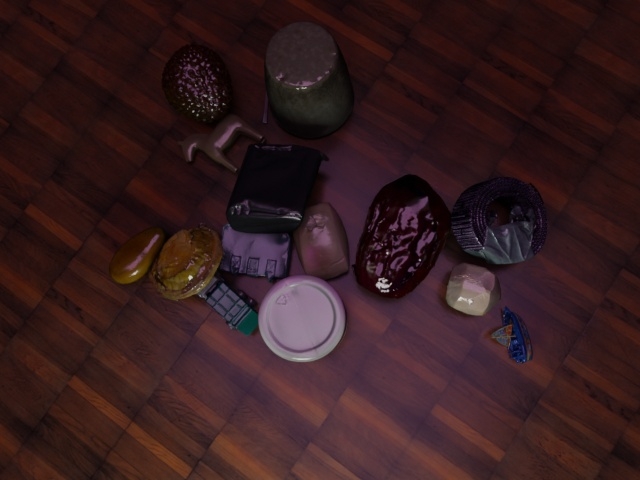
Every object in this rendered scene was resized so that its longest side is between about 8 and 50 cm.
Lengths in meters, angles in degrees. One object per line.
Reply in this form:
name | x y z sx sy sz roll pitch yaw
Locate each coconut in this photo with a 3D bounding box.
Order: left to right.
coconut | 0.468 0.151 1.722 0.162 0.161 0.161 13 81 15

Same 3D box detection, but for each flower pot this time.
flower pot | -0.038 -0.511 1.792 0.293 0.330 0.294 0 81 3

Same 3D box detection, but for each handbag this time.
handbag | -0.212 0.043 1.845 0.229 0.062 0.179 6 84 5
handbag | -0.129 -0.153 1.792 0.274 0.178 0.302 8 57 10

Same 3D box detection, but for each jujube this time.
jujube | 0.249 -0.011 1.731 0.258 0.258 0.377 23 95 8

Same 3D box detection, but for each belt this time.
belt | 0.547 -0.058 1.711 0.324 0.122 0.260 -2 85 -29

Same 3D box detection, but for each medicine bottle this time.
medicine bottle | -0.046 0.237 1.704 0.252 0.241 0.253 -1 79 4

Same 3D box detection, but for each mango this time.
mango | -0.593 0.044 1.844 0.227 0.099 0.136 -48 49 -3

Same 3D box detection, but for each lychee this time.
lychee | -0.404 -0.515 1.872 0.235 0.236 0.271 -35 79 -2

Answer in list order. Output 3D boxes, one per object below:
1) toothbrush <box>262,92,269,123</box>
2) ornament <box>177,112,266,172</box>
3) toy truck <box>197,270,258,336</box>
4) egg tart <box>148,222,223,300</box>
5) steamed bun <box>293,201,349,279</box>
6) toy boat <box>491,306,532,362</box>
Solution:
toothbrush | -0.184 -0.498 1.958 0.014 0.017 0.195 3 83 11
ornament | -0.345 -0.328 1.917 0.244 0.061 0.230 36 87 12
toy truck | -0.298 0.191 1.794 0.253 0.124 0.114 41 82 8
egg tart | -0.429 0.048 1.776 0.290 0.107 0.291 -19 49 23
steamed bun | 0.000 0.000 1.786 0.169 0.152 0.239 -15 77 3
toy boat | 0.573 0.288 1.722 0.110 0.091 0.175 -4 75 -13
